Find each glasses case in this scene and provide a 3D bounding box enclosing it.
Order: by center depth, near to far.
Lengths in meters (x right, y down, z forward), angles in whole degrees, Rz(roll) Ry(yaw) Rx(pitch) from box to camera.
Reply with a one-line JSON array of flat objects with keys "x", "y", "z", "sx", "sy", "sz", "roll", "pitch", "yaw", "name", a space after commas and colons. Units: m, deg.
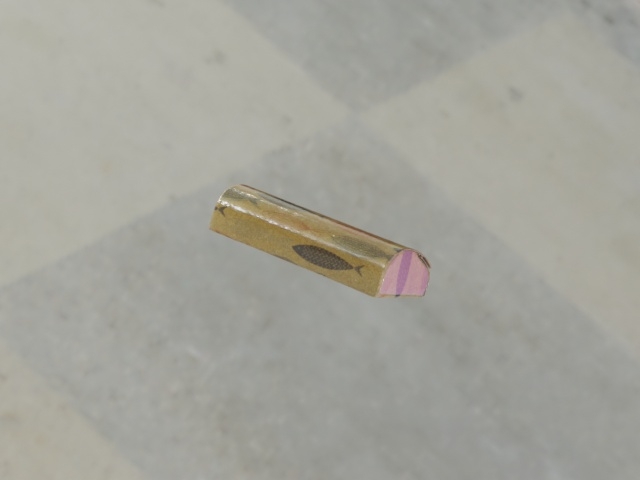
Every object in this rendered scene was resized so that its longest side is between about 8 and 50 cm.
[{"x": 0.000, "y": 0.000, "z": 1.444, "sx": 0.170, "sy": 0.041, "sz": 0.064, "roll": 21, "pitch": 11, "yaw": 36, "name": "glasses case"}]
